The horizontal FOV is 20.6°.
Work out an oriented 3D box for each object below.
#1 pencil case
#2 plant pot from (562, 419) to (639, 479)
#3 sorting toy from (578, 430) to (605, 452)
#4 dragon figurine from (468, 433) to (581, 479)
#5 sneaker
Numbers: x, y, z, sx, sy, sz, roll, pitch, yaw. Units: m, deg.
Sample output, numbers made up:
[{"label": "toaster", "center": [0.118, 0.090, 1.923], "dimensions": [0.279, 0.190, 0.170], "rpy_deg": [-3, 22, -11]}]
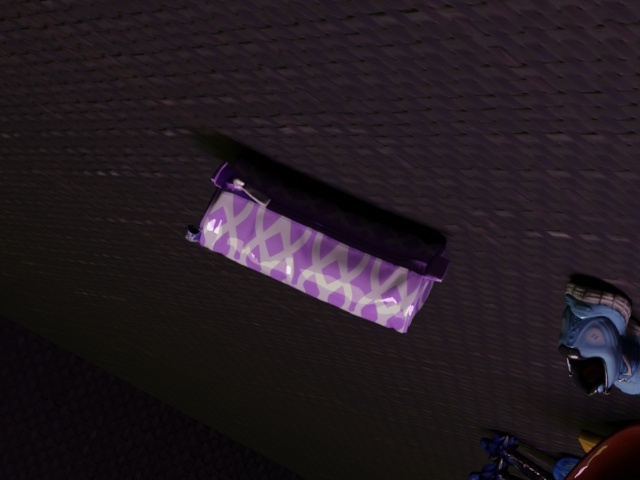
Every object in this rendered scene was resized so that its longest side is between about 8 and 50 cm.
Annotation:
[{"label": "pencil case", "center": [0.000, 0.000, 1.432], "dimensions": [0.206, 0.086, 0.088], "rpy_deg": [23, 144, 2]}, {"label": "plant pot", "center": [0.355, 0.359, 1.705], "dimensions": [0.265, 0.272, 0.272], "rpy_deg": [34, 166, -8]}, {"label": "sorting toy", "center": [0.426, 0.284, 1.842], "dimensions": [0.347, 0.047, 0.196], "rpy_deg": [16, 164, 35]}, {"label": "dragon figurine", "center": [0.310, 0.310, 2.070], "dimensions": [0.289, 0.085, 0.144], "rpy_deg": [16, 165, 39]}, {"label": "sneaker", "center": [0.220, 0.091, 1.396], "dimensions": [0.063, 0.073, 0.162], "rpy_deg": [16, 164, 34]}]
